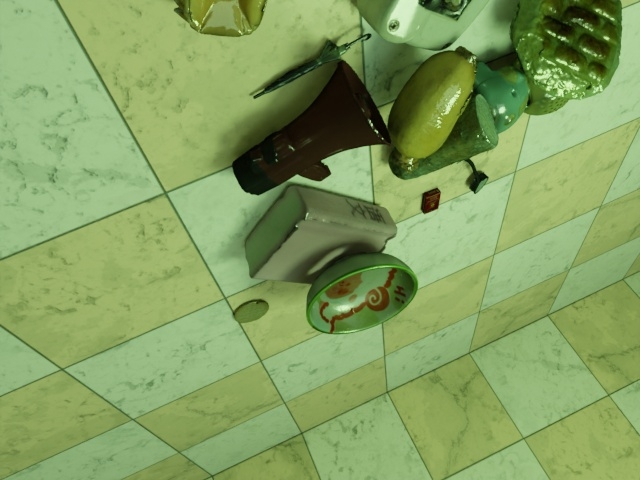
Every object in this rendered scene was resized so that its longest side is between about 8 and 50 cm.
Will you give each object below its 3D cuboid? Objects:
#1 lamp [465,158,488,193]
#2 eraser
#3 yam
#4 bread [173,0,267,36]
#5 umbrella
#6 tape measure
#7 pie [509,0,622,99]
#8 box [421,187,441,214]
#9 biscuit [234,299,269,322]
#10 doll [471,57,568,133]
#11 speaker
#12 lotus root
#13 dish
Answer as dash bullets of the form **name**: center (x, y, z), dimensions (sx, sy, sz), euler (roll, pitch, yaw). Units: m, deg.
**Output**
- **lamp**: center (0.400, -0.231, 1.552), dimensions (0.130, 0.108, 0.371), euler (-54, 155, 16)
- **eraser**: center (0.000, 0.000, 1.501), dimensions (0.359, 0.122, 0.272), euler (10, 134, -43)
- **yam**: center (0.286, -0.230, 1.315), dimensions (0.133, 0.133, 0.330), euler (-1, 166, -34)
- **bread**: center (-0.142, -0.440, 0.826), dimensions (0.136, 0.107, 0.241), euler (-7, 141, -24)
- **umbrella**: center (-0.019, -0.353, 1.093), dimensions (0.268, 0.044, 0.044), euler (-27, 179, 1)
- **tape measure**: center (0.207, -0.486, 0.998), dimensions (0.265, 0.130, 0.258), euler (0, 135, -36)
- **pie**: center (0.544, -0.458, 1.197), dimensions (0.306, 0.071, 0.307), euler (-2, 97, -17)
- **box**: center (0.335, -0.119, 1.666), dimensions (0.051, 0.023, 0.082), euler (-21, 146, -9)
- **biscuit**: center (-0.217, 0.225, 1.735), dimensions (0.120, 0.015, 0.120), euler (-19, 146, -14)
- **doll**: center (0.486, -0.367, 1.323), dimensions (0.260, 0.162, 0.177), euler (-23, 145, -4)
- **speaker**: center (-0.017, -0.227, 1.213), dimensions (0.329, 0.198, 0.259), euler (-28, -171, 26)
- **lotus root**: center (0.223, -0.277, 1.161), dimensions (0.130, 0.146, 0.303), euler (19, 136, -9)
- **dish**: center (0.101, 0.126, 1.536), dimensions (0.324, 0.124, 0.324), euler (-13, 143, -10)
